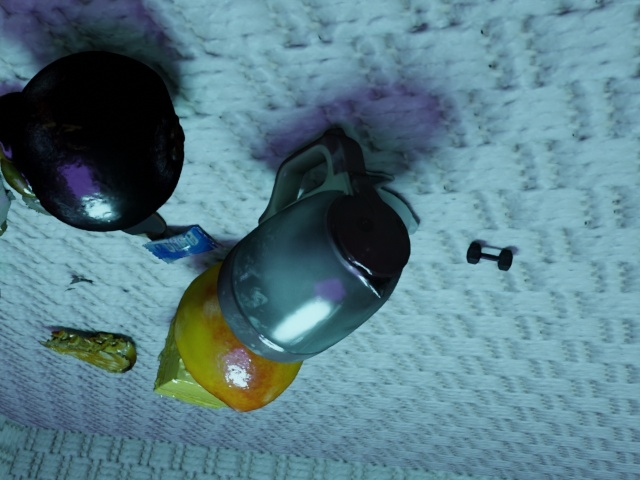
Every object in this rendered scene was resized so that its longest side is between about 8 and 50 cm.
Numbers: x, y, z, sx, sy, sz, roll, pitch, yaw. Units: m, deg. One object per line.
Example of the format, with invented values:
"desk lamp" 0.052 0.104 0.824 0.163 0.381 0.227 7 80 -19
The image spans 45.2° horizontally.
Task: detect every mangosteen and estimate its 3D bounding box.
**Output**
"mangosteen" -0.354 -0.140 1.123 0.302 0.274 0.275 0 151 7

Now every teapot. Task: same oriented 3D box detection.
"teapot" 0.000 0.000 1.212 0.233 0.314 0.312 1 155 -37

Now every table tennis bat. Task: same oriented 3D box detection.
"table tennis bat" -0.372 -0.029 1.601 0.130 0.019 0.220 -6 146 31

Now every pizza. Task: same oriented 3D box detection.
"pizza" -0.690 0.348 2.382 0.288 0.074 0.251 8 152 10

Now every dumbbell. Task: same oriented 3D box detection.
"dumbbell" 0.312 0.031 1.417 0.083 0.036 0.040 12 153 0

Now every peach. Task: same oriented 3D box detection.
"peach" -0.163 0.206 1.655 0.289 0.307 0.289 -5 159 -2

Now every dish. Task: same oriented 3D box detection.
"dish" 0.063 -0.030 1.360 0.224 0.078 0.246 13 152 1

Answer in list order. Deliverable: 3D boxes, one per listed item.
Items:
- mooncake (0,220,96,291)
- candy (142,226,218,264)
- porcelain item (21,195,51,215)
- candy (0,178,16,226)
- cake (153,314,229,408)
"mooncake" -0.663 0.044 1.815 0.150 0.057 0.346 18 158 16
"candy" -0.294 0.014 1.613 0.136 0.038 0.088 -18 145 17
"porcelain item" -0.475 -0.113 1.446 0.081 0.069 0.216 36 140 -29
"candy" -0.727 -0.054 1.523 0.185 0.195 0.137 20 147 -5
"cake" -0.266 0.288 1.943 0.228 0.222 0.286 21 151 -20
